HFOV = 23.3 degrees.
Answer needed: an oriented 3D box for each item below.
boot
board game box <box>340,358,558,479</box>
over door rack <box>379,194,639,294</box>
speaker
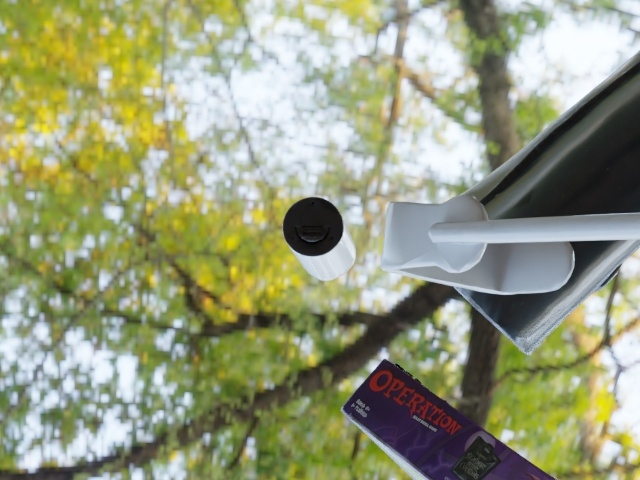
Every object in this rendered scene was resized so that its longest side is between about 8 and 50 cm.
[{"bbox_3d":[0.275,-0.092,1.101,0.445,0.367,0.146,-38,-87,7],"label":"boot"},{"bbox_3d":[0.168,0.215,0.944,0.056,0.347,0.208,-46,-138,-4],"label":"board game box"},{"bbox_3d":[0.104,-0.111,0.350,0.108,0.324,0.240,11,-98,-26],"label":"over door rack"},{"bbox_3d":[0.000,0.000,1.402,0.055,0.136,0.055,-1,-100,6],"label":"speaker"}]
